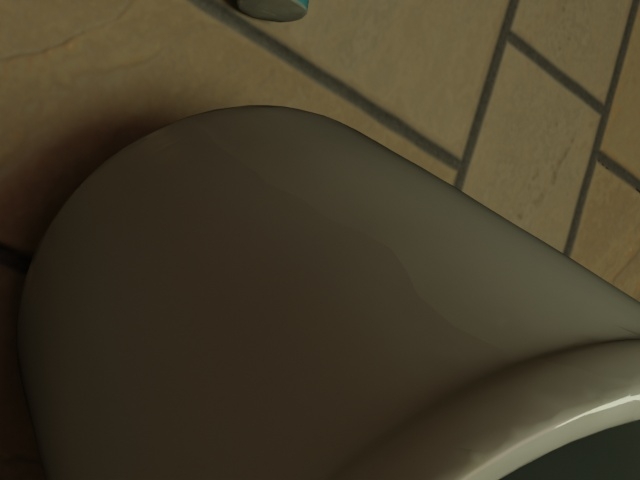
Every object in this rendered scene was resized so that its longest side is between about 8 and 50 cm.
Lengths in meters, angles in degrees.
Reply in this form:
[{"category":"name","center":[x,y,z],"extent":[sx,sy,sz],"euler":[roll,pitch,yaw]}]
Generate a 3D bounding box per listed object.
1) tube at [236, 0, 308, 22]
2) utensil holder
[{"category":"tube","center":[-0.025,-0.270,0.773],"extent":[0.080,0.052,0.207],"euler":[16,76,-43]},{"category":"utensil holder","center":[0.021,0.125,0.553],"extent":[0.327,0.385,0.328],"euler":[-10,116,-22]}]
